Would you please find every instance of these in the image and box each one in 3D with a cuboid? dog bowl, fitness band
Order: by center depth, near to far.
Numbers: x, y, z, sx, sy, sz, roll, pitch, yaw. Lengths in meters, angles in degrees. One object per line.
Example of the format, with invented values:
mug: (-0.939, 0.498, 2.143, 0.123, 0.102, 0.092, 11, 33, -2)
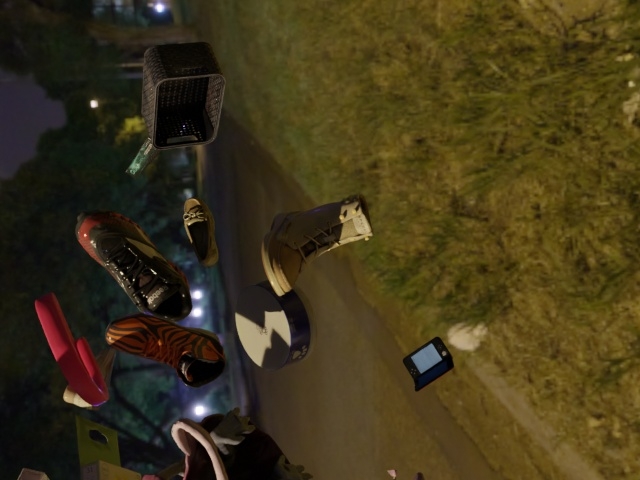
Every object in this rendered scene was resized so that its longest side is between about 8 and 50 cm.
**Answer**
fitness band: (-0.556, 0.245, 1.627, 0.290, 0.054, 0.209, 52, 162, 32)
dog bowl: (-0.135, 0.248, 2.158, 0.265, 0.104, 0.264, 17, 113, 44)

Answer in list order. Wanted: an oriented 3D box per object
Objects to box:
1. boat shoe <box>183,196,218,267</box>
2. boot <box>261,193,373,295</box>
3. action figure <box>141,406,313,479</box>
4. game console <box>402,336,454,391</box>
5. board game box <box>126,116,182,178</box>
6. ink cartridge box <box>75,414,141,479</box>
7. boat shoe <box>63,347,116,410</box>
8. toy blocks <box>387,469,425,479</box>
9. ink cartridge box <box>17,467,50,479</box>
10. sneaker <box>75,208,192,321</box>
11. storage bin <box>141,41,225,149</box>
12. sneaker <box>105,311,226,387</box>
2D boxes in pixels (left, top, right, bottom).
boat shoe: (-0.243, -0.021, 1.458, 0.048, 0.056, 0.152, 62, -166, -73)
boot: (0.000, 0.000, 1.434, 0.262, 0.204, 0.095, -77, -31, -61)
action figure: (-0.196, 0.442, 1.094, 0.248, 0.370, 0.276, 53, -168, 20)
game console: (0.329, 0.378, 2.230, 0.124, 0.144, 0.085, 59, -167, 22)
board game box: (-0.309, -0.215, 1.450, 0.126, 0.026, 0.186, -41, 14, 46)
ink cartridge box: (-0.453, 0.498, 1.566, 0.171, 0.056, 0.235, 56, -163, -57)
boat shoe: (-0.603, 0.353, 1.906, 0.302, 0.098, 0.109, -121, 43, -75)
toy blocks: (0.262, 0.746, 1.937, 0.289, 0.309, 0.259, -15, 58, 44)
ink cartridge box: (-0.669, 0.605, 1.653, 0.099, 0.056, 0.135, 88, -166, -48)
sneaker: (-0.322, 0.052, 1.301, 0.276, 0.098, 0.135, 51, 175, -34)
storage bin: (-0.247, -0.256, 1.296, 0.180, 0.122, 0.084, 113, 140, -54)
sneaker: (-0.390, 0.283, 1.881, 0.180, 0.321, 0.124, 48, 123, 62)
